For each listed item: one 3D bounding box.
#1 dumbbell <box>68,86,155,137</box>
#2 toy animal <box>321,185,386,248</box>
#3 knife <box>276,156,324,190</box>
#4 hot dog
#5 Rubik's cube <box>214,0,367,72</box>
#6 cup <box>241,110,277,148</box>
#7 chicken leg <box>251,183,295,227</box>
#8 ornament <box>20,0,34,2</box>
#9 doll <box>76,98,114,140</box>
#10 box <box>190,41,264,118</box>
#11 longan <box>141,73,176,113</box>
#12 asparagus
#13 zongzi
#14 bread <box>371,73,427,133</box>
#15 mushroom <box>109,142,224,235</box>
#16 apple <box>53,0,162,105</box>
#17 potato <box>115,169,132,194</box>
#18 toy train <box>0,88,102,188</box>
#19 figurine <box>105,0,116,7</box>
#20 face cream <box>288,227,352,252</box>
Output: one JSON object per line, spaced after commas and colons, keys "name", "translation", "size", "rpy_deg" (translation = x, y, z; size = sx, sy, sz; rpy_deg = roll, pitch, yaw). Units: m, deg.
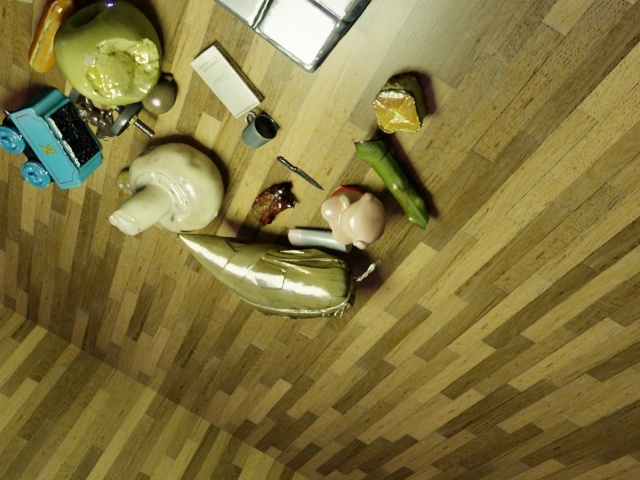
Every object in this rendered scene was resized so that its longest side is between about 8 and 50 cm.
{"name": "dumbbell", "translation": [-0.623, -0.413, 1.954], "size": [0.325, 0.143, 0.143], "rpy_deg": [39, 138, -13]}
{"name": "toy animal", "translation": [0.094, -0.072, 1.901], "size": [0.171, 0.171, 0.198], "rpy_deg": [53, 168, -26]}
{"name": "knife", "translation": [-0.058, -0.197, 1.973], "size": [0.170, 0.010, 0.023], "rpy_deg": [35, 144, -11]}
{"name": "hot dog", "translation": [-0.724, -0.591, 1.843], "size": [0.100, 0.135, 0.337], "rpy_deg": [22, 144, -27]}
{"name": "Rubik's cube", "translation": [-0.013, -0.590, 1.321], "size": [0.313, 0.318, 0.316], "rpy_deg": [36, 137, -7]}
{"name": "cup", "translation": [-0.180, -0.314, 1.875], "size": [0.077, 0.078, 0.100], "rpy_deg": [-26, 98, 47]}
{"name": "chicken leg", "translation": [-0.152, -0.110, 2.073], "size": [0.105, 0.063, 0.234], "rpy_deg": [45, 138, -12]}
{"name": "ornament", "translation": [-0.812, -0.755, 1.772], "size": [0.245, 0.061, 0.230], "rpy_deg": [-10, 129, 33]}
{"name": "doll", "translation": [-0.706, -0.383, 2.099], "size": [0.139, 0.057, 0.165], "rpy_deg": [25, 144, -1]}
{"name": "box", "translation": [-0.256, -0.435, 1.823], "size": [0.109, 0.029, 0.198], "rpy_deg": [-21, 119, 41]}
{"name": "longan", "translation": [-0.461, -0.422, 1.902], "size": [0.106, 0.106, 0.119], "rpy_deg": [27, 100, 1]}
{"name": "asparagus", "translation": [0.207, -0.163, 1.812], "size": [0.082, 0.085, 0.343], "rpy_deg": [-25, 123, 29]}
{"name": "zongzi", "translation": [-0.133, 0.089, 2.014], "size": [0.500, 0.218, 0.467], "rpy_deg": [-4, 155, 44]}
{"name": "bread", "translation": [0.193, -0.336, 1.652], "size": [0.128, 0.069, 0.140], "rpy_deg": [0, 135, 29]}
{"name": "mushroom", "translation": [-0.473, -0.127, 2.022], "size": [0.314, 0.336, 0.314], "rpy_deg": [22, 136, 22]}
{"name": "apple", "translation": [-0.558, -0.493, 1.758], "size": [0.279, 0.279, 0.279], "rpy_deg": [15, 137, 14]}
{"name": "potato", "translation": [-0.620, -0.190, 2.233], "size": [0.138, 0.070, 0.091], "rpy_deg": [16, 132, 11]}
{"name": "toy train", "translation": [-0.878, -0.325, 2.159], "size": [0.265, 0.188, 0.300], "rpy_deg": [-8, 125, 28]}
{"name": "figurine", "translation": [-0.541, -0.749, 1.547], "size": [0.261, 0.186, 0.381], "rpy_deg": [12, 141, 25]}
{"name": "face cream", "translation": [0.000, 0.000, 2.106], "size": [0.198, 0.057, 0.084], "rpy_deg": [7, 145, 25]}
